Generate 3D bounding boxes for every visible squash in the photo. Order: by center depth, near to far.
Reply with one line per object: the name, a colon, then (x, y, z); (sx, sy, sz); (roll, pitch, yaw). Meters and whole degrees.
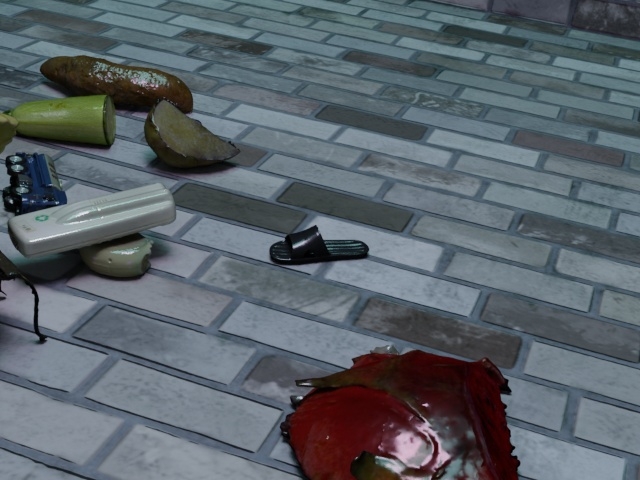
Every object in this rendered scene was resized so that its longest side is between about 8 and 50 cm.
squash: (-0.483, -0.218, 1.778); (0.224, 0.094, 0.094); (0, 28, 6)

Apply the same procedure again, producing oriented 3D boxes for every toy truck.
toy truck: (-0.443, -0.074, 1.523); (0.088, 0.074, 0.202); (4, 26, -25)

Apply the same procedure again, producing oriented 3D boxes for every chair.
chair: (-0.436, 0.031, 1.180); (0.149, 0.213, 0.174); (-22, 40, -32)

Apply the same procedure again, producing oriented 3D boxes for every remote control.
remote control: (-0.319, -0.032, 1.384); (0.230, 0.049, 0.090); (-17, 35, -29)

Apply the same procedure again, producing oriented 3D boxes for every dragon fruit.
dragon fruit: (0.094, 0.206, 1.090); (0.282, 0.100, 0.343); (3, 27, 2)

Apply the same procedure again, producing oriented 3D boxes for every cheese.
cheese: (-0.317, 0.004, 1.420); (0.171, 0.048, 0.092); (23, 32, 29)

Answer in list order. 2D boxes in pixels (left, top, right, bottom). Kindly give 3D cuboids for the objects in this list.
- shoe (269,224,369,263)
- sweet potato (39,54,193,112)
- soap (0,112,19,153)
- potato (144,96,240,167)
shoe: (0.000, 0.000, 1.493); (0.159, 0.053, 0.062); (0, 32, -18)
sweet potato: (-0.423, -0.312, 1.945); (0.341, 0.092, 0.114); (13, 4, 11)
soap: (-0.599, -0.064, 1.274); (0.427, 0.115, 0.306); (-14, 9, 42)
potato: (-0.242, -0.158, 1.727); (0.172, 0.089, 0.101); (33, 46, -17)
